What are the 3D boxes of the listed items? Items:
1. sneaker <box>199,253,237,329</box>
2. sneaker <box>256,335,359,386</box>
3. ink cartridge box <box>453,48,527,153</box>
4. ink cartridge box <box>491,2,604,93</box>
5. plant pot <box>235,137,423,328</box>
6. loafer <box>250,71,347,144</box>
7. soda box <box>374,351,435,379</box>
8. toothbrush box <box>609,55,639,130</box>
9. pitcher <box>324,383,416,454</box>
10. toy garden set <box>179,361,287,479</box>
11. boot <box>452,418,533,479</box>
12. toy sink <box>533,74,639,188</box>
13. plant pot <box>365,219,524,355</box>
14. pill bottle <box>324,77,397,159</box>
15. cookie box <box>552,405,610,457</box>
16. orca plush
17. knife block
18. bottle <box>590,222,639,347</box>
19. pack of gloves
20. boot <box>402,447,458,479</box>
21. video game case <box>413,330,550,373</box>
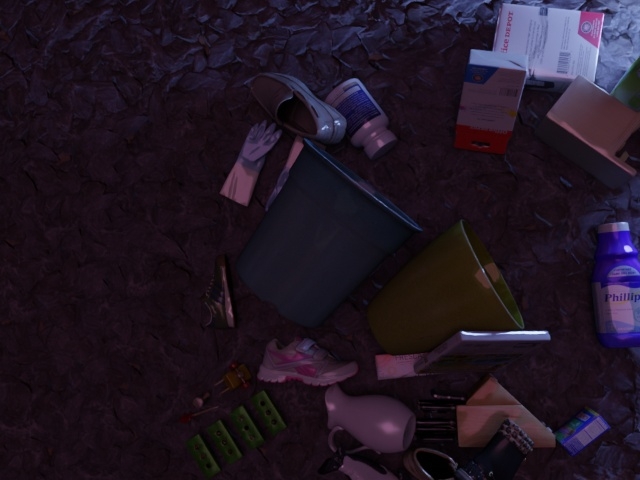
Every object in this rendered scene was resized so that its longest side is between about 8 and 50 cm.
[{"bbox_3d":[-0.269,0.134,1.555,0.086,0.064,0.192,-9,86,3],"label":"sneaker"},{"bbox_3d":[-0.032,0.290,1.485,0.253,0.103,0.111,1,87,9],"label":"sneaker"},{"bbox_3d":[0.399,-0.326,1.449,0.134,0.231,0.078,10,45,10],"label":"ink cartridge box"},{"bbox_3d":[0.533,-0.457,1.465,0.238,0.100,0.171,9,86,9],"label":"ink cartridge box"},{"bbox_3d":[0.000,0.000,1.410,0.341,0.341,0.334,39,100,10],"label":"plant pot"},{"bbox_3d":[-0.073,-0.334,1.505,0.319,0.112,0.112,35,120,33],"label":"loafer"},{"bbox_3d":[0.224,0.294,1.466,0.183,0.058,0.062,-8,83,9],"label":"soda box"},{"bbox_3d":[0.769,-0.324,1.322,0.206,0.283,0.122,36,92,10],"label":"toothbrush box"},{"bbox_3d":[0.112,0.444,1.438,0.207,0.125,0.177,10,105,28],"label":"pitcher"},{"bbox_3d":[-0.233,0.443,1.532,0.244,0.049,0.203,-34,82,5],"label":"toy garden set"},{"bbox_3d":[0.404,0.509,1.322,0.178,0.085,0.236,-46,122,-9],"label":"boot"},{"bbox_3d":[0.639,-0.249,1.403,0.234,0.153,0.131,39,91,11],"label":"toy sink"},{"bbox_3d":[0.261,0.140,1.389,0.294,0.275,0.274,-30,81,18],"label":"plant pot"},{"bbox_3d":[0.104,-0.297,1.513,0.112,0.112,0.186,-36,80,4],"label":"pill bottle"},{"bbox_3d":[0.587,0.431,1.378,0.107,0.092,0.040,-40,83,3],"label":"cookie box"},{"bbox_3d":[0.110,0.589,1.429,0.287,0.102,0.151,30,62,-18],"label":"orca plush"},{"bbox_3d":[0.360,0.440,1.416,0.276,0.088,0.242,43,93,10],"label":"knife block"},{"bbox_3d":[0.683,0.102,1.392,0.118,0.092,0.282,-4,84,10],"label":"bottle"},{"bbox_3d":[-0.122,-0.182,1.584,0.195,0.046,0.232,26,92,-1],"label":"pack of gloves"},{"bbox_3d":[0.292,0.540,1.374,0.213,0.165,0.077,32,71,11],"label":"boot"},{"bbox_3d":[0.350,0.247,1.339,0.227,0.206,0.026,3,59,-22],"label":"video game case"}]
